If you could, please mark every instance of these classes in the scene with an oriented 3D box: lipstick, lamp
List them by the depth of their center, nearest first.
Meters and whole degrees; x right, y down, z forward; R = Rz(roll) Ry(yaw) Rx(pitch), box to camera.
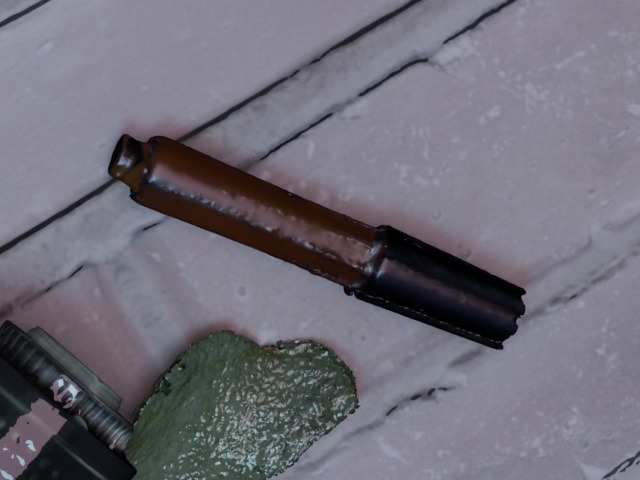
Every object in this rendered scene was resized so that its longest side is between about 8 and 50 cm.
[{"bbox_3d":[-0.302,0.198,1.646,0.374,0.205,0.272,22,84,-9],"label":"lamp"},{"bbox_3d":[0.000,0.000,1.778,0.418,0.077,0.077,23,88,-14],"label":"lipstick"}]

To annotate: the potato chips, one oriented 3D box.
[{"bbox_3d":[-0.080,0.167,1.779,0.228,0.059,0.167,1,99,-20],"label":"potato chips"}]
